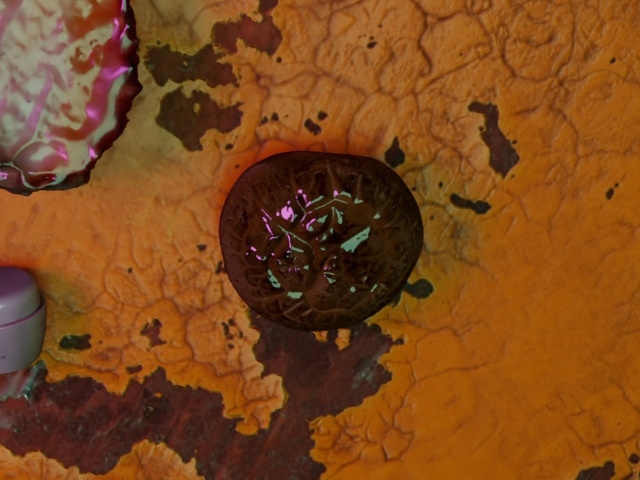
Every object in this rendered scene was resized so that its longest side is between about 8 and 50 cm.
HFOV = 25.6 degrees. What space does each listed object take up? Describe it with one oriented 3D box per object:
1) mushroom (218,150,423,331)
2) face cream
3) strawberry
[{"bbox_3d":[0.000,0.000,1.714,0.253,0.153,0.253,-3,118,-5],"label":"mushroom"},{"bbox_3d":[-0.388,0.095,1.698,0.117,0.117,0.104,-5,115,-7],"label":"face cream"},{"bbox_3d":[-0.327,-0.219,1.604,0.265,0.149,0.336,18,93,-8],"label":"strawberry"}]
